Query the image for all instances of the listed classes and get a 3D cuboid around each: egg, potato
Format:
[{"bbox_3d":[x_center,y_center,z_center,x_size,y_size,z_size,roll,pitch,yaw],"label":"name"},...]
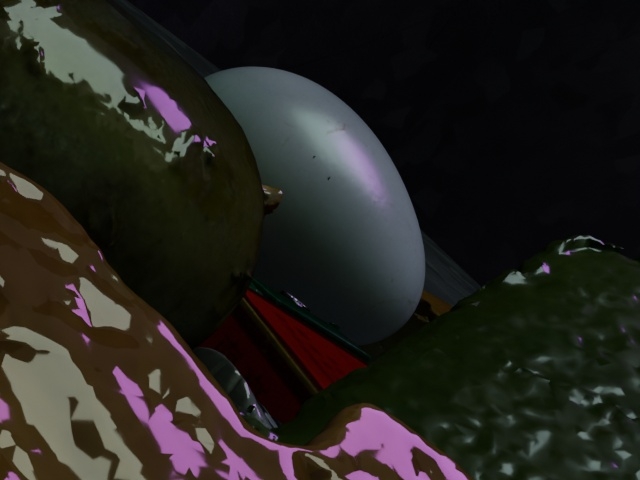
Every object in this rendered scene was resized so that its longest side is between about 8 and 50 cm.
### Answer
[{"bbox_3d":[-0.023,-0.026,1.223,0.264,0.183,0.183,49,8,8],"label":"egg"},{"bbox_3d":[-0.157,-0.051,0.682,0.307,0.173,0.210,36,9,-16],"label":"potato"}]

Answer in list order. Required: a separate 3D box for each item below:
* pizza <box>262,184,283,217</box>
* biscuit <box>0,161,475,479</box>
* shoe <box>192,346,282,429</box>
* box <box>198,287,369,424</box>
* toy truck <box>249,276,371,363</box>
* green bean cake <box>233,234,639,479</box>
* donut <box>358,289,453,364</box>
[{"bbox_3d":[-0.138,-0.052,0.963,0.182,0.074,0.365,9,-2,37],"label":"pizza"},{"bbox_3d":[-0.034,0.125,0.286,0.312,0.057,0.351,24,33,-32],"label":"biscuit"},{"bbox_3d":[-0.022,0.130,0.709,0.169,0.071,0.099,51,0,38],"label":"shoe"},{"bbox_3d":[0.023,0.127,0.945,0.240,0.074,0.153,36,4,-42],"label":"box"},{"bbox_3d":[-0.046,0.060,1.027,0.147,0.065,0.079,35,1,-36],"label":"toy truck"},{"bbox_3d":[0.106,0.141,0.543,0.247,0.156,0.250,33,46,31],"label":"green bean cake"},{"bbox_3d":[0.121,0.123,1.432,0.272,0.107,0.272,36,3,-2],"label":"donut"}]
